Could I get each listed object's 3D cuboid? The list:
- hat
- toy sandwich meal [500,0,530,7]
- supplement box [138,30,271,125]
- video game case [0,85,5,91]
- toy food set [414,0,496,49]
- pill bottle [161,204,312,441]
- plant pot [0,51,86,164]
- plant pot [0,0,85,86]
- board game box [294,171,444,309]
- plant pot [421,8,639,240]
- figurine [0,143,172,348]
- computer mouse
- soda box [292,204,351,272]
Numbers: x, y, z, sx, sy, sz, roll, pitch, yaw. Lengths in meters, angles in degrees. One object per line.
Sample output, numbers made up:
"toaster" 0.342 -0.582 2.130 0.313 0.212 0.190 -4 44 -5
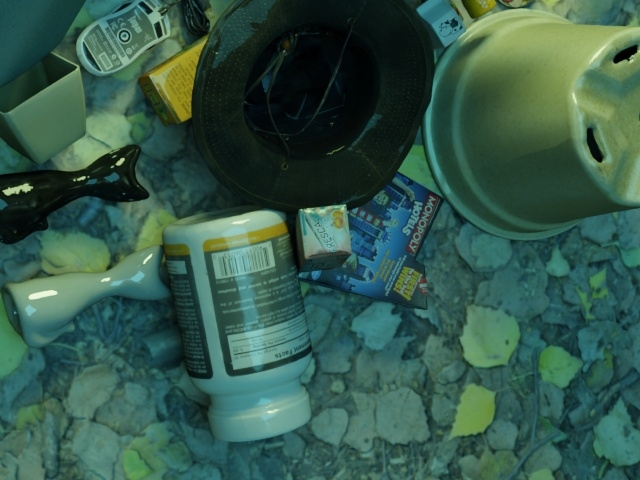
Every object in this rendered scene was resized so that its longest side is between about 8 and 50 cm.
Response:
"hat" -0.029 -0.190 1.552 0.331 0.134 0.331 -11 114 -27
"toy sandwich meal" 0.279 -0.373 1.784 0.085 0.029 0.085 -1 93 -21
"supplement box" -0.115 -0.238 1.614 0.233 0.078 0.080 -38 105 -16
"video game case" -0.510 -0.168 1.495 0.193 0.023 0.212 37 81 -19
"toy food set" 0.113 -0.295 1.680 0.232 0.111 0.104 -37 105 -13
"pill bottle" -0.099 0.101 1.594 0.162 0.162 0.278 -13 98 -20
"plant pot" -0.343 -0.157 1.510 0.109 0.109 0.096 -38 135 -24
"plant pot" -0.399 -0.303 1.393 0.252 0.248 0.247 -14 71 -40
"board game box" 0.078 0.006 1.710 0.194 0.060 0.194 29 82 -20
"plant pot" 0.350 -0.160 1.676 0.334 0.305 0.334 -1 93 -21
"figurine" -0.296 0.003 1.557 0.209 0.092 0.215 -17 100 -24
"computer mouse" -0.229 -0.274 1.590 0.193 0.042 0.106 -35 109 -22
"soda box" 0.000 0.000 1.553 0.058 0.183 0.063 -6 83 -5
